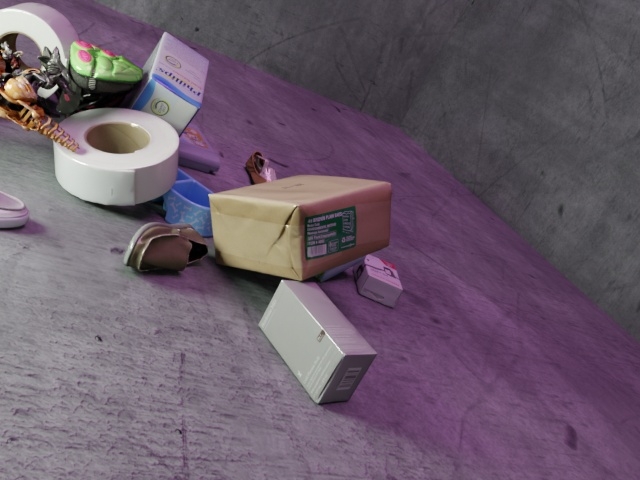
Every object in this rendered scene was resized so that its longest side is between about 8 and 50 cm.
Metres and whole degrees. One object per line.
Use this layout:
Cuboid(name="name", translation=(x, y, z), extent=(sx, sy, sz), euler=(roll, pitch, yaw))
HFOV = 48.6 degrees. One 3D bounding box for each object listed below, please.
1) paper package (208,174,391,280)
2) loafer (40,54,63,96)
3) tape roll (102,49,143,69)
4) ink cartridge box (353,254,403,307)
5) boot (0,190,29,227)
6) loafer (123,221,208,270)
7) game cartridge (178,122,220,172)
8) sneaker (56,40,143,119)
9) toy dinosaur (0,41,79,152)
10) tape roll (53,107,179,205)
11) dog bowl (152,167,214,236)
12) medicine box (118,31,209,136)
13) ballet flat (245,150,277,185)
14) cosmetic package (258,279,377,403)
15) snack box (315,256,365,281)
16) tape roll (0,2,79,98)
Cuboid(name="paper package", translation=(-0.043, -0.044, 1.631), extent=(0.309, 0.168, 0.324), euler=(8, 17, 41))
Cuboid(name="loafer", translation=(-0.787, -0.500, 2.127), extent=(0.084, 0.096, 0.267), euler=(-6, 41, -48))
Cuboid(name="tape roll", translation=(-0.675, -0.541, 2.374), extent=(0.274, 0.090, 0.275), euler=(26, 20, -10))
Cuboid(name="ink cartridge box", translation=(0.155, 0.105, 1.934), extent=(0.109, 0.063, 0.150), euler=(23, 20, -14))
Cuboid(name="boot", translation=(-0.654, -0.110, 1.300), extent=(0.258, 0.123, 0.095), euler=(14, 24, -35))
Cuboid(name="loafer", translation=(-0.314, 0.016, 1.488), extent=(0.087, 0.094, 0.251), euler=(29, 19, 15))
Cuboid(name="game cartridge", translation=(-0.440, -0.311, 2.181), extent=(0.198, 0.062, 0.297), euler=(18, 22, -37))
Cuboid(name="sneaker", translation=(-0.571, -0.375, 1.817), extent=(0.185, 0.202, 0.483), euler=(20, -2, -16))
Cuboid(name="toy dinosaur", translation=(-0.655, -0.314, 1.528), extent=(0.322, 0.164, 0.218), euler=(66, 19, -13))
Cuboid(name="tape roll", translation=(-0.474, -0.200, 1.658), extent=(0.286, 0.100, 0.286), euler=(8, 36, -6))
Cuboid(name="dog bowl", translation=(-0.368, -0.119, 1.777), extent=(0.297, 0.074, 0.166), euler=(34, 21, 16))
Cuboid(name="medicine box", translation=(-0.437, -0.367, 1.907), extent=(0.149, 0.263, 0.289), euler=(29, 32, -24))
Cuboid(name="ballet flat", translation=(-0.183, -0.216, 2.253), extent=(0.080, 0.073, 0.232), euler=(14, 25, -34))
Cuboid(name="cosmetic package", translation=(-0.011, 0.195, 1.408), extent=(0.107, 0.127, 0.238), euler=(6, 28, -45))
Cuboid(name="snack box", translation=(0.000, 0.000, 1.901), extent=(0.174, 0.070, 0.207), euler=(-25, 54, -40))
Cuboid(name="tape roll", translation=(-0.789, -0.507, 1.914), extent=(0.246, 0.246, 0.169), euler=(23, 20, -13))
